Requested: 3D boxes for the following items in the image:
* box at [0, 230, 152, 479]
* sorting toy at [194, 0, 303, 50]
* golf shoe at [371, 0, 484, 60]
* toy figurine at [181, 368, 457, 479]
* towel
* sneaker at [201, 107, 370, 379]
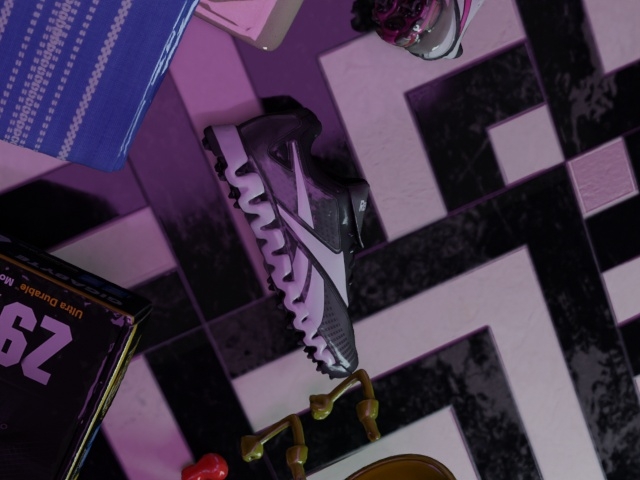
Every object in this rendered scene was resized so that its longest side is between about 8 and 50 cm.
[{"bbox_3d":[-0.313,0.095,0.768,0.322,0.079,0.257,26,95,0],"label":"box"},{"bbox_3d":[-0.077,-0.264,0.796,0.208,0.038,0.193,25,98,-19],"label":"sorting toy"},{"bbox_3d":[0.105,-0.229,0.844,0.086,0.067,0.186,13,103,-44],"label":"golf shoe"},{"bbox_3d":[-0.032,0.303,0.946,0.363,0.191,0.217,-35,139,0],"label":"toy figurine"},{"bbox_3d":[-0.249,-0.198,0.752,0.336,0.040,0.243,20,117,-18],"label":"towel"},{"bbox_3d":[0.000,0.000,0.870,0.106,0.078,0.234,-25,108,-3],"label":"sneaker"}]
